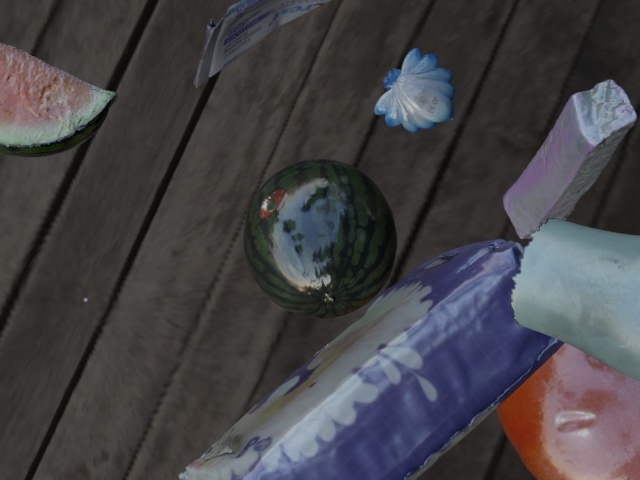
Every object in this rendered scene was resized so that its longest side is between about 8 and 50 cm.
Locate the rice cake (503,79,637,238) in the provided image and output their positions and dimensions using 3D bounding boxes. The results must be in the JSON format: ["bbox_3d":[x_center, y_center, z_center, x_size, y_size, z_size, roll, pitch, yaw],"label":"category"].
[{"bbox_3d":[0.269,-0.079,1.658,0.056,0.365,0.072,-19,76,-11],"label":"rice cake"}]

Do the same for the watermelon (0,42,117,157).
[{"bbox_3d":[-0.352,-0.157,1.658,0.245,0.063,0.119,17,89,4],"label":"watermelon"}]

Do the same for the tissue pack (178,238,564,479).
[{"bbox_3d":[0.045,0.150,1.349,0.344,0.242,0.125,-40,95,-15],"label":"tissue pack"}]

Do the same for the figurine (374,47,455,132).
[{"bbox_3d":[0.133,-0.185,1.933,0.114,0.079,0.114,-8,108,-24],"label":"figurine"}]

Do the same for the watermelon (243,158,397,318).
[{"bbox_3d":[0.000,0.000,1.971,0.212,0.212,0.212,0,88,-9],"label":"watermelon"}]

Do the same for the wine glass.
[{"bbox_3d":[0.224,0.048,0.934,0.202,0.093,0.093,17,84,31],"label":"wine glass"}]

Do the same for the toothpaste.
[{"bbox_3d":[-0.044,-0.284,1.758,0.282,0.068,0.099,-42,137,-33],"label":"toothpaste"}]

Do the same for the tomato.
[{"bbox_3d":[0.390,0.193,1.958,0.341,0.341,0.272,26,126,-7],"label":"tomato"}]
